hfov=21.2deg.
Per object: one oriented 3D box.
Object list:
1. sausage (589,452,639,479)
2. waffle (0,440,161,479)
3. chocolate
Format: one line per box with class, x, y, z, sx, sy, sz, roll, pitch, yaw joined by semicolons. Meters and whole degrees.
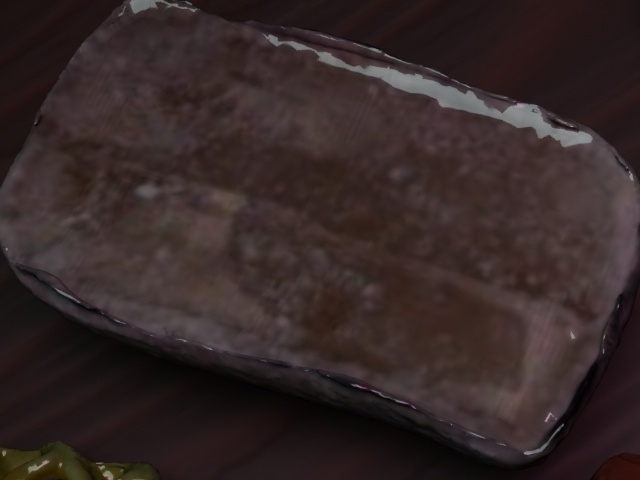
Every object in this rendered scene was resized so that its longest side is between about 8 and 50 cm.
sausage;0.159;0.138;0.779;0.054;0.059;0.094;-21;61;-46
waffle;-0.157;0.203;0.805;0.204;0.054;0.223;5;70;10
chocolate;0.000;0.000;0.828;0.303;0.100;0.185;20;65;12
